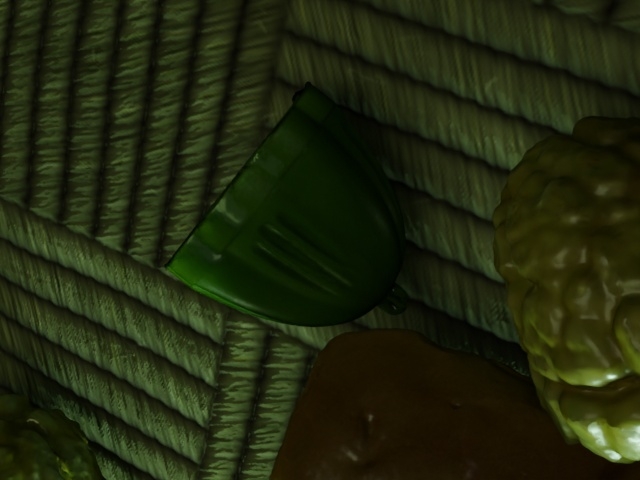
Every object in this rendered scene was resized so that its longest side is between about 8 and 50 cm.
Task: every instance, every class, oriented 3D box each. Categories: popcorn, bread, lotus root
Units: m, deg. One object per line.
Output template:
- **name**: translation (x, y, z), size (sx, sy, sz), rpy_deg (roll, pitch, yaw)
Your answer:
- **popcorn**: translation (0.214, 0.022, 0.736), size (0.203, 0.226, 0.200), rpy_deg (-15, 110, -1)
- **popcorn**: translation (-0.323, 0.262, 1.139), size (0.225, 0.249, 0.249), rpy_deg (40, 127, 51)
- **bread**: translation (0.139, 0.189, 0.809), size (0.344, 0.149, 0.195), rpy_deg (19, 86, 20)
- **lotus root**: translation (0.000, 0.000, 0.891), size (0.186, 0.186, 0.186), rpy_deg (10, 109, 30)
